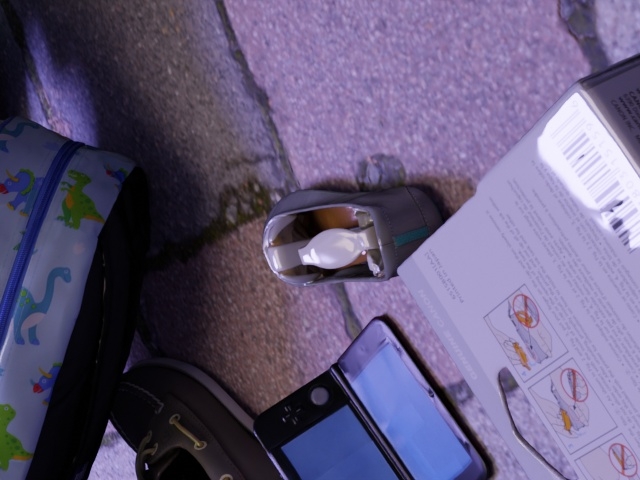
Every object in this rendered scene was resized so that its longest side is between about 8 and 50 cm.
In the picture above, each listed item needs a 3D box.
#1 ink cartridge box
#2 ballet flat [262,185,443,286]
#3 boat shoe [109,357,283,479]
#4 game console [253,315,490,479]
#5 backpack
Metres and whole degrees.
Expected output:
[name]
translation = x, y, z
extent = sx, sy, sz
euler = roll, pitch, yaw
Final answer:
[ink cartridge box]
translation = 0.181, 0.070, 0.825
extent = 0.275, 0.060, 0.239
euler = 58, 149, 11
[ballet flat]
translation = 0.000, 0.000, 1.019
extent = 0.213, 0.068, 0.072
euler = -9, 102, 55
[boat shoe]
translation = -0.105, 0.193, 1.251
extent = 0.305, 0.091, 0.109
euler = 28, 130, 43
[game console]
translation = 0.033, 0.151, 1.053
extent = 0.144, 0.124, 0.085
euler = 55, 171, 17
[backpack]
translation = -0.265, 0.075, 1.218
extent = 0.273, 0.290, 0.355
euler = 32, 111, -1
